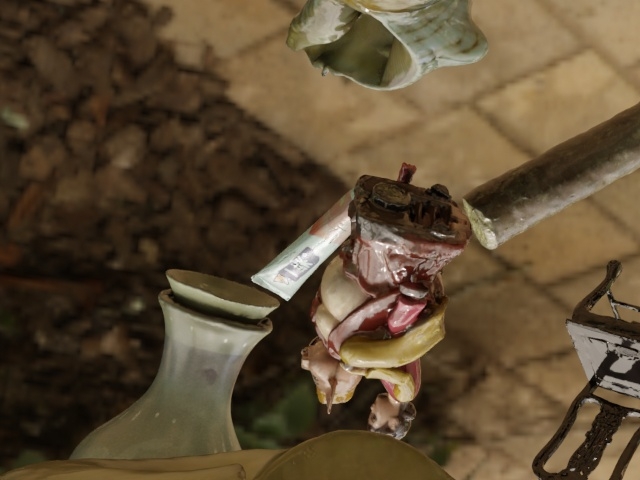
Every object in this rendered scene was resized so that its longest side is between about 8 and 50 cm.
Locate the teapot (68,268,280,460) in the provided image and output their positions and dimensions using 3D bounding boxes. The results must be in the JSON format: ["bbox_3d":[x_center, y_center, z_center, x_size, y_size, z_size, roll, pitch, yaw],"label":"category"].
[{"bbox_3d":[-0.122,0.158,1.548,0.184,0.250,0.183,16,-173,-2],"label":"teapot"}]

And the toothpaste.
[{"bbox_3d":[0.000,0.000,2.042,0.056,0.036,0.205,33,124,-20],"label":"toothpaste"}]

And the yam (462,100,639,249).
[{"bbox_3d":[0.257,-0.080,1.572,0.274,0.061,0.061,-29,142,1],"label":"yam"}]

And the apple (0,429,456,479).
[{"bbox_3d":[-0.056,0.213,0.697,0.233,0.257,0.295,-5,178,28],"label":"apple"}]

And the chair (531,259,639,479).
[{"bbox_3d":[0.301,0.145,1.785,0.106,0.229,0.113,14,142,41],"label":"chair"}]

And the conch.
[{"bbox_3d":[0.071,-0.234,1.499,0.170,0.203,0.386,-27,172,-10],"label":"conch"}]

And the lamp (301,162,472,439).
[{"bbox_3d":[0.045,0.069,1.421,0.118,0.118,0.253,11,123,-10],"label":"lamp"}]
